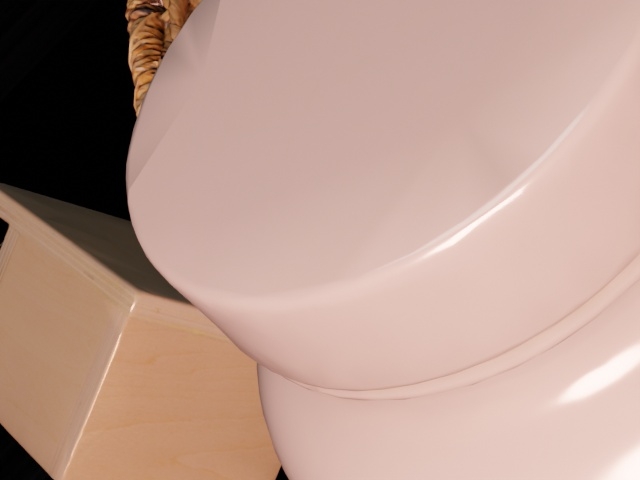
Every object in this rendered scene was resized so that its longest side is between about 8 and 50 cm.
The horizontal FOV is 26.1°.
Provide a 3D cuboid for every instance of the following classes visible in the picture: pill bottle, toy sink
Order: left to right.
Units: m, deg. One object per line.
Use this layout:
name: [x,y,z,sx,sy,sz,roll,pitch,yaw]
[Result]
toy sink: [-0.136,0.069,0.900,0.234,0.153,0.131,29,98,49]
pill bottle: [0.125,0.057,0.497,0.229,0.407,0.229,-23,44,24]

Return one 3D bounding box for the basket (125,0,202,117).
basket: [0.014,-0.053,0.779,0.223,0.299,0.213,-52,39,-10]
